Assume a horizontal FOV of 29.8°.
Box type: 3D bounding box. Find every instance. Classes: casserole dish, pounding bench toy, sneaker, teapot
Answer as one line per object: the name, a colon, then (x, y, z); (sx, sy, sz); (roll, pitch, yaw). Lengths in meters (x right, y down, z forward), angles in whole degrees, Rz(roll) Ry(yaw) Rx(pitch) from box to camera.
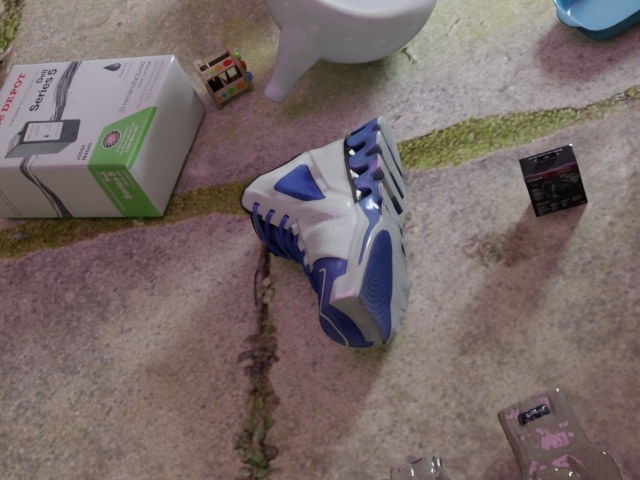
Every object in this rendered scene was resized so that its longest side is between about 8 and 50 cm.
casserole dish: (0.386, -0.318, 1.526); (0.188, 0.037, 0.114); (-35, 48, -4)
pounding bench toy: (-0.138, -0.239, 1.684); (0.065, 0.052, 0.083); (-31, 48, -1)
sneaker: (0.000, -0.001, 1.401); (0.182, 0.127, 0.315); (-13, 43, 19)
teapot: (0.034, -0.332, 1.605); (0.256, 0.187, 0.252); (-7, 67, -15)

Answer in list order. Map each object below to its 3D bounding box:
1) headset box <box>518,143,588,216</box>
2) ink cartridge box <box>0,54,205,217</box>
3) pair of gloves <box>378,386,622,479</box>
headset box: (0.262, -0.069, 1.352); (0.062, 0.083, 0.032); (-17, 50, 12)
ink cartridge box: (-0.323, -0.140, 1.645); (0.273, 0.115, 0.198); (0, 54, 24)
pair of gloves: (0.174, 0.268, 1.156); (0.240, 0.042, 0.204); (-28, 44, -1)
